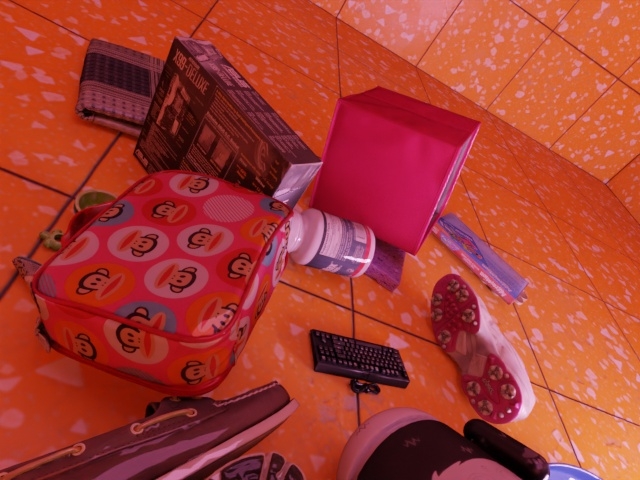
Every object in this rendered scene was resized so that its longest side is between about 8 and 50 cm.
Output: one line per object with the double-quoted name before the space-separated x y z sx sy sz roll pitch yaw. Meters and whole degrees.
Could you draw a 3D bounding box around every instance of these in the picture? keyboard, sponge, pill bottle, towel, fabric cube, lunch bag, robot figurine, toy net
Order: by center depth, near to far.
"robot figurine" 0.134 0.303 0.516 0.209 0.173 0.278 8 6 -30
"lunch bag" -0.187 0.024 0.577 0.259 0.120 0.293 17 37 6
"toy net" -0.263 0.023 0.675 0.232 0.045 0.122 34 34 -4
"keyboard" 0.068 0.202 0.776 0.180 0.023 0.108 18 38 -25
"pill bottle" 0.000 0.000 0.882 0.180 0.108 0.107 16 39 -27
"towel" -0.330 -0.296 1.009 0.325 0.056 0.312 11 38 -30
"fabric cube" 0.166 -0.167 1.050 0.258 0.253 0.259 25 32 16
"sponge" 0.133 0.014 1.053 0.117 0.031 0.210 33 33 -5

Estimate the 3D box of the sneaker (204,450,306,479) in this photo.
"sneaker" -0.151 0.304 0.371 0.330 0.147 0.129 -22 66 -31

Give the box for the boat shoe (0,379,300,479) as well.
"boat shoe" -0.159 0.210 0.484 0.325 0.116 0.096 -17 63 -44

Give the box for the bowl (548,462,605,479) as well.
"bowl" 0.397 0.513 0.645 0.392 0.077 0.391 24 35 -18

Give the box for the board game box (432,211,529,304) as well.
"board game box" 0.417 0.040 1.257 0.281 0.027 0.145 47 34 17

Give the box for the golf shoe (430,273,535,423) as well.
"golf shoe" 0.313 0.206 0.929 0.140 0.115 0.306 21 42 -40

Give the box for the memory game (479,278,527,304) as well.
"memory game" 0.477 0.098 1.275 0.186 0.012 0.186 23 36 -18

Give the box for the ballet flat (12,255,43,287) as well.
"ballet flat" -0.328 0.057 0.586 0.115 0.041 0.041 25 35 -15

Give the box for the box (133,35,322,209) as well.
"box" -0.169 -0.136 0.776 0.307 0.242 0.077 49 36 19
